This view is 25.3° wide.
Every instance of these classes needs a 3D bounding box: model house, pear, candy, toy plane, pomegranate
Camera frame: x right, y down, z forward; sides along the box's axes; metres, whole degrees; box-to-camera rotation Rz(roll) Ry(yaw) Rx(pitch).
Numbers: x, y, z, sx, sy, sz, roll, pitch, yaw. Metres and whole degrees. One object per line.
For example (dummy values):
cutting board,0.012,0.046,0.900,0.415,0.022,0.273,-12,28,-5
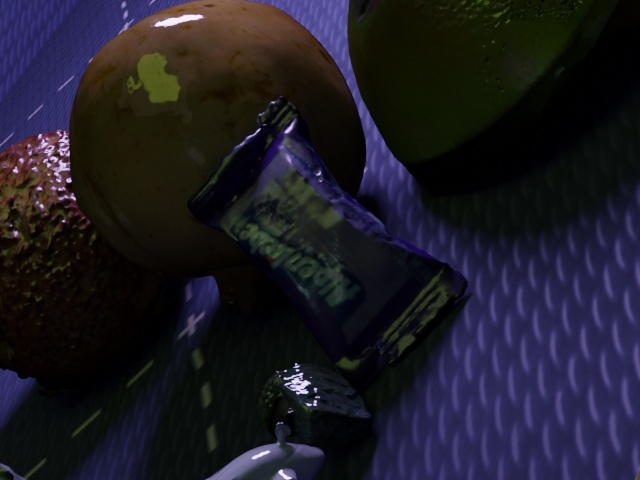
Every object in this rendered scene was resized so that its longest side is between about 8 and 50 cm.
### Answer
model house,-0.005,0.153,1.244,0.083,0.078,0.066,-134,45,-55
pear,0.143,-0.264,1.445,0.399,0.165,0.399,-52,18,25
candy,0.000,0.000,1.325,0.145,0.275,0.070,-45,-20,3
toy plane,-0.112,0.250,1.159,0.273,0.107,0.182,-25,15,-3
pomegranate,-0.110,-0.085,1.541,0.342,0.342,0.342,-36,25,20

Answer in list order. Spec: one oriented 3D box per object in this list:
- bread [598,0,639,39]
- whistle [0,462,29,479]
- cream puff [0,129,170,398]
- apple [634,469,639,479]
bread,0.316,-0.258,1.404,0.103,0.065,0.187,-48,24,-21
whistle,-0.193,0.264,1.017,0.404,0.168,0.188,10,72,17
cream puff,-0.329,0.003,1.750,0.350,0.228,0.350,-30,43,32
apple,0.246,0.157,0.722,0.207,0.174,0.188,-33,24,-12
